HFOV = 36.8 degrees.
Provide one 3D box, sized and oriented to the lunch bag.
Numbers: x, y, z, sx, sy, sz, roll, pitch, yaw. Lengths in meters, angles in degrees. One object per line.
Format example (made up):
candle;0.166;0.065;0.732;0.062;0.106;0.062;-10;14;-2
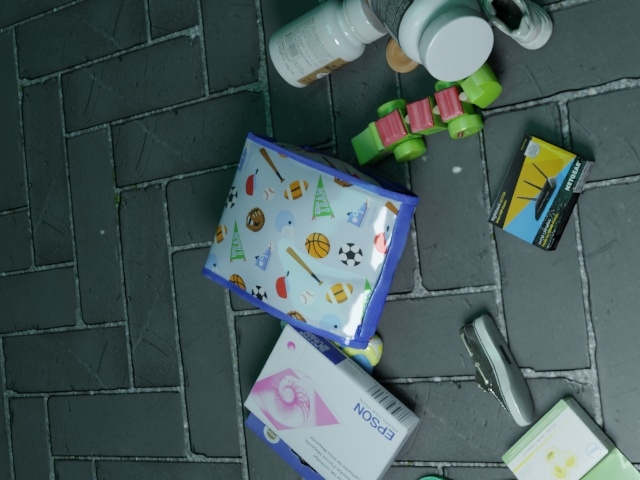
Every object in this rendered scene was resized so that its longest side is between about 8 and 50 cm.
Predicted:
lunch bag;0.000;0.000;1.911;0.385;0.238;0.328;26;103;39

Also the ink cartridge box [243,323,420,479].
ink cartridge box;-0.001;0.378;1.959;0.324;0.071;0.330;38;121;19

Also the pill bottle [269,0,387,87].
pill bottle;0.019;-0.413;1.950;0.229;0.131;0.131;-23;78;33

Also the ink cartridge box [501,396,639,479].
ink cartridge box;0.461;0.421;1.707;0.171;0.056;0.235;-51;62;23

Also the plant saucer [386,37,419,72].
plant saucer;0.167;-0.377;1.920;0.083;0.013;0.084;0;90;35

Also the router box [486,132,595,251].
router box;0.397;-0.088;1.746;0.133;0.046;0.179;29;107;31

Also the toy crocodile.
toy crocodile;0.197;-0.235;1.846;0.340;0.105;0.115;-22;78;33

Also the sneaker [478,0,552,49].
sneaker;0.321;-0.447;1.750;0.232;0.115;0.090;48;115;24

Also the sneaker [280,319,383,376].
sneaker;0.012;0.233;1.991;0.240;0.091;0.126;13;99;33

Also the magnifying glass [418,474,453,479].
magnifying glass;0.274;0.491;1.854;0.231;0.026;0.092;-18;80;33

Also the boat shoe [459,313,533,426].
boat shoe;0.326;0.248;1.788;0.070;0.077;0.219;-34;64;29

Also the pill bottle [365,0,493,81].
pill bottle;0.196;-0.420;1.761;0.162;0.162;0.278;-51;43;24
